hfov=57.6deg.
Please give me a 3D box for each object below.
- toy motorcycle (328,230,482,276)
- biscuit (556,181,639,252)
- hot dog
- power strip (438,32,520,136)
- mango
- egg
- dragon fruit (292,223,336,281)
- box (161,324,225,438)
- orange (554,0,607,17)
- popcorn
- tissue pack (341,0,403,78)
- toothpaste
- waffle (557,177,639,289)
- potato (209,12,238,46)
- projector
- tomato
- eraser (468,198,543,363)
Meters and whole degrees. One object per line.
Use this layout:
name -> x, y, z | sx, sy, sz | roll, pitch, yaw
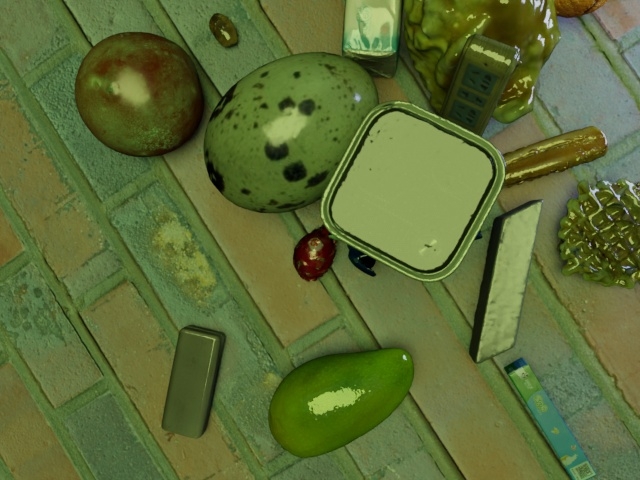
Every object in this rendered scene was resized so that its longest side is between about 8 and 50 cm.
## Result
toy motorcycle -> 0.171, -0.030, 1.214 | 0.331, 0.125, 0.196 | -7, 87, 4
biscuit -> 0.615, -0.043, 1.213 | 0.131, 0.026, 0.236 | 34, 97, 4
hot dog -> 0.445, -0.161, 1.215 | 0.289, 0.068, 0.083 | -17, 66, 12
power strip -> 0.268, -0.227, 1.091 | 0.092, 0.387, 0.066 | 27, 69, 10
mango -> 0.044, 0.330, 1.242 | 0.343, 0.156, 0.192 | -29, 96, 4
egg -> -0.057, -0.214, 1.171 | 0.380, 0.287, 0.287 | -24, 88, 11
dragon fruit -> 0.000, 0.000, 1.273 | 0.094, 0.094, 0.190 | 26, 90, 6
box -> -0.293, 0.323, 1.338 | 0.103, 0.055, 0.243 | 12, 94, 7
orange -> 0.496, -0.540, 1.139 | 0.194, 0.161, 0.193 | 2, 75, -8
popcorn -> 0.308, -0.400, 1.123 | 0.274, 0.335, 0.279 | 30, 83, 46
tissue pack -> 0.111, -0.487, 1.184 | 0.124, 0.201, 0.271 | 5, 92, 2
toothpaste -> 0.482, 0.378, 1.226 | 0.050, 0.065, 0.266 | -32, 88, 11
waffle -> 0.589, -0.016, 1.177 | 0.204, 0.054, 0.223 | 12, 94, 8
potato -> -0.219, -0.474, 1.311 | 0.051, 0.040, 0.083 | -36, 85, 13
projector -> 0.162, -0.077, 1.036 | 0.248, 0.249, 0.248 | 28, 93, 8
tomato -> -0.392, -0.314, 1.250 | 0.270, 0.222, 0.270 | 1, 93, 11
eraser -> 0.383, 0.082, 1.207 | 0.077, 0.111, 0.352 | 11, 93, 6
